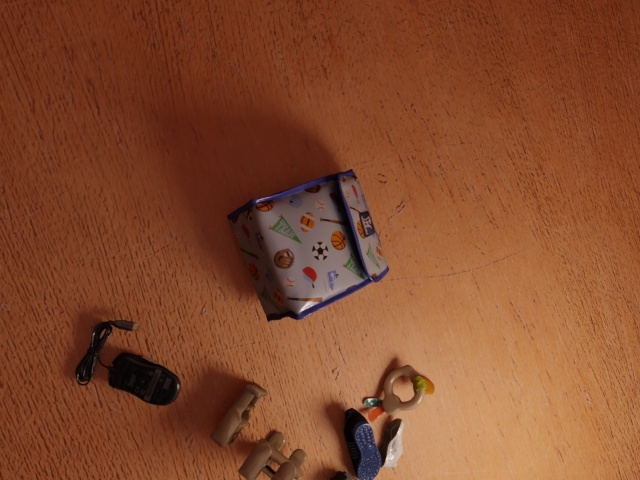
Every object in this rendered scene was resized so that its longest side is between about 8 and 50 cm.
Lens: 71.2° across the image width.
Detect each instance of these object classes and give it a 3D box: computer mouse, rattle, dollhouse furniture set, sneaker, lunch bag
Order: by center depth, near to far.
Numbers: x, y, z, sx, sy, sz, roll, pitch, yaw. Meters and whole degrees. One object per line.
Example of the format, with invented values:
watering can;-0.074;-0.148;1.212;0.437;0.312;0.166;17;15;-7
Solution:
computer mouse;-0.471;0.305;1.150;0.262;0.060;0.183;17;87;-4
dollhouse furniture set;-0.134;0.514;1.165;0.242;0.212;0.161;33;79;15
lunch bag;0.000;0.000;1.221;0.386;0.239;0.327;-20;93;-33
sneaker;0.118;0.596;1.307;0.082;0.090;0.232;-15;113;-18
sneaker;0.222;0.611;1.351;0.061;0.054;0.152;22;87;-24
rattle;0.239;0.480;1.370;0.130;0.143;0.199;42;92;21

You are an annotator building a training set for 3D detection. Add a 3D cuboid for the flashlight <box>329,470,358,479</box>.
flashlight;0.154;0.787;1.298;0.304;0.103;0.103;40;101;-7
